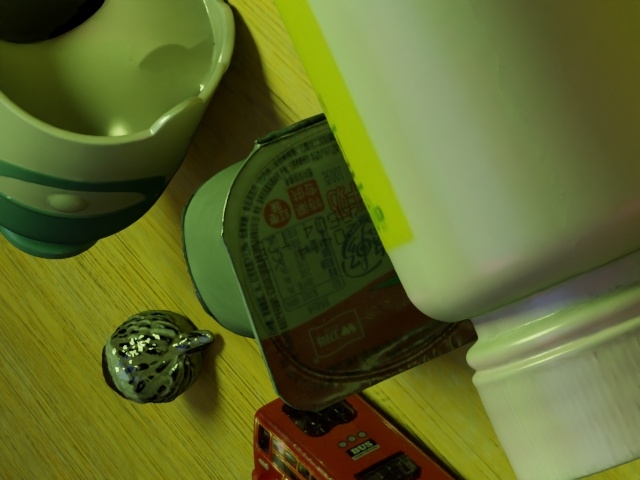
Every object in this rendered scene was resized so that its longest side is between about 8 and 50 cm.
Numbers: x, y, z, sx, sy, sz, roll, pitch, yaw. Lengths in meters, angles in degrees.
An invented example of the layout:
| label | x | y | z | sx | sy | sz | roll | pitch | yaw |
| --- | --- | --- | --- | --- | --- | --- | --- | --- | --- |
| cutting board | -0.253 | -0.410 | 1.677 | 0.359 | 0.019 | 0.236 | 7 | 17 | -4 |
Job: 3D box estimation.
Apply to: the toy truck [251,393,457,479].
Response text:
| label | x | y | z | sx | sy | sz | roll | pitch | yaw |
| --- | --- | --- | --- | --- | --- | --- | --- | --- | --- |
| toy truck | 0.049 | 0.218 | 1.405 | 0.253 | 0.107 | 0.114 | 38 | 142 | 44 |

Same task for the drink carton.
| label | x | y | z | sx | sy | sz | roll | pitch | yaw |
| --- | --- | --- | --- | --- | --- | --- | --- | --- | --- |
| drink carton | 0.000 | 0.000 | 1.274 | 0.191 | 0.185 | 0.189 | 70 | 164 | -9 |

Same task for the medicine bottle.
| label | x | y | z | sx | sy | sz | roll | pitch | yaw |
| --- | --- | --- | --- | --- | --- | --- | --- | --- | --- |
| medicine bottle | 0.114 | -0.077 | 0.943 | 0.378 | 0.214 | 0.213 | 66 | 153 | 3 |

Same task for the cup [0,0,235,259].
| label | x | y | z | sx | sy | sz | roll | pitch | yaw |
| --- | --- | --- | --- | --- | --- | --- | --- | --- | --- |
| cup | -0.207 | -0.156 | 1.490 | 0.257 | 0.219 | 0.289 | 123 | 150 | -59 |

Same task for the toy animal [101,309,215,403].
| label | x | y | z | sx | sy | sz | roll | pitch | yaw |
| --- | --- | --- | --- | --- | --- | --- | --- | --- | --- |
| toy animal | -0.161 | 0.115 | 1.717 | 0.137 | 0.098 | 0.098 | -19 | 94 | 63 |
